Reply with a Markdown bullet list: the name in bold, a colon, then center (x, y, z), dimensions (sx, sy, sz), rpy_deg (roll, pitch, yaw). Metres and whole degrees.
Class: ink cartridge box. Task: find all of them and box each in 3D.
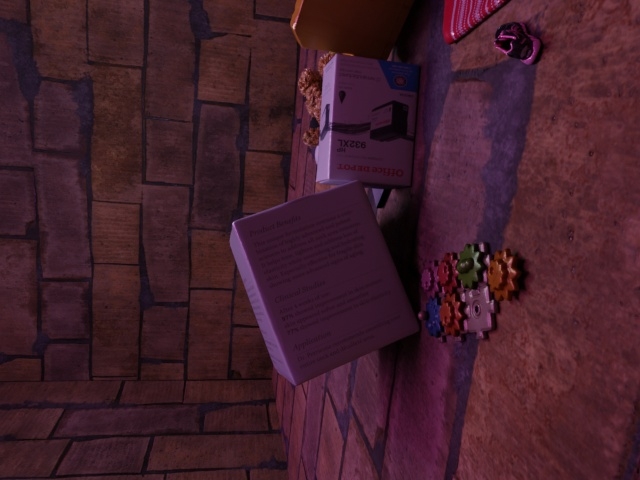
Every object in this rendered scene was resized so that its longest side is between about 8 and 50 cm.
- **ink cartridge box**: center (0.119, -0.293, 1.211), dimensions (0.129, 0.224, 0.306), rpy_deg (-165, 78, -76)

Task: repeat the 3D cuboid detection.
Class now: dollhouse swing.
- **dollhouse swing**: center (0.074, -0.658, 1.178), dimensions (0.315, 0.305, 0.346), rpy_deg (-106, 30, -41)

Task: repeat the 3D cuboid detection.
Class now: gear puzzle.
- **gear puzzle**: center (0.261, 0.096, 0.875), dimensions (0.339, 0.044, 0.175), rpy_deg (132, 140, -71)

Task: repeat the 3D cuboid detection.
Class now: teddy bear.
- **teddy bear**: center (0.039, -0.366, 1.351), dimensions (0.113, 0.245, 0.337), rpy_deg (-13, -84, -61)

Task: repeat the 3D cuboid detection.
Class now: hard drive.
- **hard drive**: center (0.176, -0.174, 1.393), dimensions (0.094, 0.022, 0.135), rpy_deg (107, 161, -48)

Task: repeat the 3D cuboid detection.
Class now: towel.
- **towel**: center (0.303, -0.509, 0.873), dimensions (0.275, 0.031, 0.198), rpy_deg (-178, 90, -78)

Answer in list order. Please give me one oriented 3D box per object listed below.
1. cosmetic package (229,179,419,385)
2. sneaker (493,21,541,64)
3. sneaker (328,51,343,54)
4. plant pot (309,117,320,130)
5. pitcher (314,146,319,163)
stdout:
- **cosmetic package**: center (-0.013, 0.107, 1.212), dimensions (0.327, 0.330, 0.393), rpy_deg (142, 108, -75)
- **sneaker**: center (0.303, -0.323, 0.759), dimensions (0.119, 0.057, 0.047), rpy_deg (-100, 16, -51)
- **sneaker**: center (0.061, -0.611, 1.837), dimensions (0.123, 0.110, 0.295), rpy_deg (-175, 88, -74)
- **plant pot**: center (0.067, -0.422, 1.516), dimensions (0.188, 0.167, 0.187), rpy_deg (119, 168, -61)
- **pitcher**: center (0.067, -0.331, 1.756), dimensions (0.207, 0.126, 0.177), rpy_deg (-52, 51, 51)
